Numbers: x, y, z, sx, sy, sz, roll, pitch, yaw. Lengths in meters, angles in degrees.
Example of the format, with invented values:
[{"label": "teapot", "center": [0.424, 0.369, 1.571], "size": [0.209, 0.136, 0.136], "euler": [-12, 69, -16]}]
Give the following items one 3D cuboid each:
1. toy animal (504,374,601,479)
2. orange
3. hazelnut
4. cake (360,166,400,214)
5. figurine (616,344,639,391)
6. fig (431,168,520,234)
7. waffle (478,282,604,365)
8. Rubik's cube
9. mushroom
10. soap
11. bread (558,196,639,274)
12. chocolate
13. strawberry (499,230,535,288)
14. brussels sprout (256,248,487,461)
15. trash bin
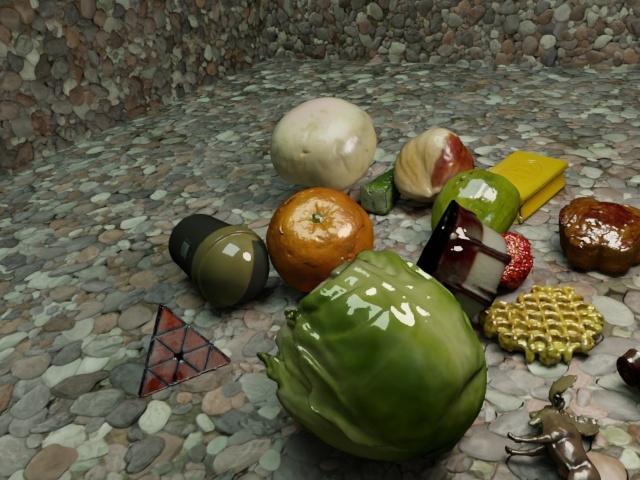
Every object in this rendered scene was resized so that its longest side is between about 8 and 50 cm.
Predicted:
[{"label": "toy animal", "center": [0.417, 0.345, 0.935], "size": [0.185, 0.094, 0.214], "euler": [-14, 39, -4]}, {"label": "orange", "center": [0.000, 0.000, 1.413], "size": [0.283, 0.226, 0.284], "euler": [0, 61, 1]}, {"label": "hazelnut", "center": [0.360, -0.221, 1.714], "size": [0.260, 0.261, 0.241], "euler": [0, 57, 10]}, {"label": "cake", "center": [0.215, -0.180, 1.816], "size": [0.099, 0.100, 0.235], "euler": [8, 34, 24]}, {"label": "figurine", "center": [0.761, 0.194, 1.038], "size": [0.369, 0.167, 0.281], "euler": [-22, 29, -7]}, {"label": "fig", "center": [0.402, -0.066, 1.468], "size": [0.233, 0.233, 0.314], "euler": [18, 33, 35]}, {"label": "waffle", "center": [0.499, 0.175, 1.218], "size": [0.249, 0.056, 0.253], "euler": [22, 43, 38]}, {"label": "Rubik's cube", "center": [-0.364, 0.257, 1.253], "size": [0.190, 0.211, 0.178], "euler": [-45, 19, -13]}, {"label": "mushroom", "center": [0.011, -0.285, 1.772], "size": [0.352, 0.354, 0.325], "euler": [-7, 20, -1]}, {"label": "soap", "center": [0.633, -0.179, 1.736], "size": [0.204, 0.096, 0.324], "euler": [22, 42, 38]}, {"label": "bread", "center": [0.743, -0.016, 1.406], "size": [0.232, 0.135, 0.246], "euler": [16, 37, 32]}, {"label": "chocolate", "center": [0.322, 0.064, 1.241], "size": [0.186, 0.284, 0.284], "euler": [26, 39, 9]}, {"label": "strawberry", "center": [0.468, 0.057, 1.356], "size": [0.131, 0.131, 0.148], "euler": [24, 61, 41]}, {"label": "brussels sprout", "center": [0.114, 0.217, 0.971], "size": [0.361, 0.342, 0.425], "euler": [43, 8, 7]}, {"label": "trash bin", "center": [-0.260, 0.053, 1.429], "size": [0.214, 0.214, 0.333], "euler": [-25, 27, -28]}]
